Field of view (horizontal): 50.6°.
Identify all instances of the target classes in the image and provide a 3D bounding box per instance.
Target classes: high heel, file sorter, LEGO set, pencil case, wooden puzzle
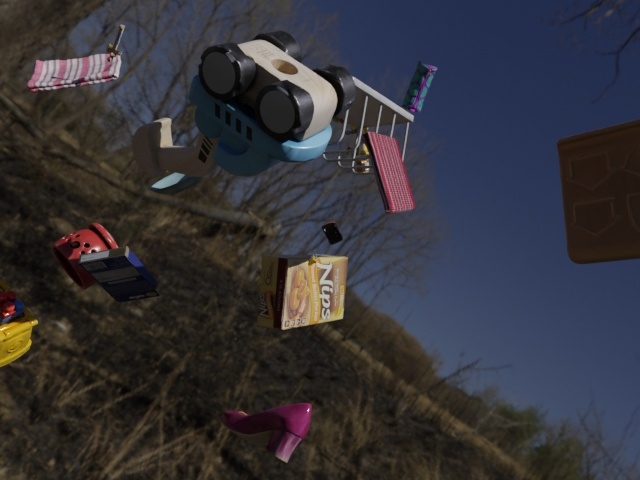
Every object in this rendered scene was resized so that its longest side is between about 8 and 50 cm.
[{"bbox_3d":[-0.113,0.355,1.368,0.082,0.117,0.244,39,-19,-28],"label":"high heel"},{"bbox_3d":[0.084,-0.293,1.813,0.193,0.173,0.278,2,-11,42],"label":"file sorter"},{"bbox_3d":[0.089,-0.350,2.179,0.107,0.132,0.287,-2,-50,16],"label":"LEGO set"},{"bbox_3d":[0.308,-0.477,2.111,0.065,0.151,0.070,17,14,-12],"label":"pencil case"},{"bbox_3d":[0.790,-0.124,1.754,0.081,0.347,0.322,-3,-5,-43],"label":"wooden puzzle"}]

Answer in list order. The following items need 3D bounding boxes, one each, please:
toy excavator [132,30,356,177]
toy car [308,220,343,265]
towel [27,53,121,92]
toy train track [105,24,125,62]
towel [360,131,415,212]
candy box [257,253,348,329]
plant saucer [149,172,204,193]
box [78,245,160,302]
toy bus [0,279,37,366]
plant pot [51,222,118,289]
[{"bbox_3d":[-0.203,-0.239,1.468,0.433,0.222,0.445,36,-53,13],"label":"toy excavator"},{"bbox_3d":[0.000,0.000,1.607,0.060,0.122,0.040,43,20,-21],"label":"toy car"},{"bbox_3d":[-0.552,-0.383,1.526,0.144,0.197,0.029,-112,-166,-53],"label":"towel"},{"bbox_3d":[-0.438,-0.420,1.439,0.048,0.083,0.014,22,2,29],"label":"toy train track"},{"bbox_3d":[0.170,-0.163,1.653,0.275,0.031,0.198,-12,85,-70],"label":"towel"},{"bbox_3d":[-0.042,0.131,1.822,0.088,0.182,0.316,7,3,31],"label":"candy box"},{"bbox_3d":[-0.405,-0.175,1.989,0.195,0.195,0.037,20,-45,64],"label":"plant saucer"},{"bbox_3d":[-0.545,0.097,1.856,0.225,0.137,0.036,68,14,-53],"label":"box"},{"bbox_3d":[-0.798,0.170,1.639,0.220,0.149,0.211,47,-51,9],"label":"toy bus"},{"bbox_3d":[-0.799,0.049,2.336,0.191,0.174,0.191,39,-30,28],"label":"plant pot"}]
